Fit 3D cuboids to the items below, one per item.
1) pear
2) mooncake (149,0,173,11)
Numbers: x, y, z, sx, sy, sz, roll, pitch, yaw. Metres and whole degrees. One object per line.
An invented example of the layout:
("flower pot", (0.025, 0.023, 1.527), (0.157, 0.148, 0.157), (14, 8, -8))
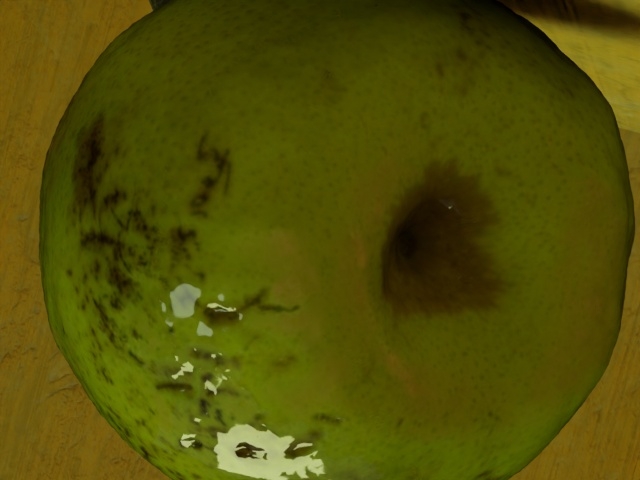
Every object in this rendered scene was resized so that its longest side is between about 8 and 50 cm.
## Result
("pear", (0.000, 0.000, 1.106), (0.391, 0.391, 0.391), (15, -176, -1))
("mooncake", (-0.057, -0.175, 1.258), (0.130, 0.073, 0.125), (12, -178, -23))
